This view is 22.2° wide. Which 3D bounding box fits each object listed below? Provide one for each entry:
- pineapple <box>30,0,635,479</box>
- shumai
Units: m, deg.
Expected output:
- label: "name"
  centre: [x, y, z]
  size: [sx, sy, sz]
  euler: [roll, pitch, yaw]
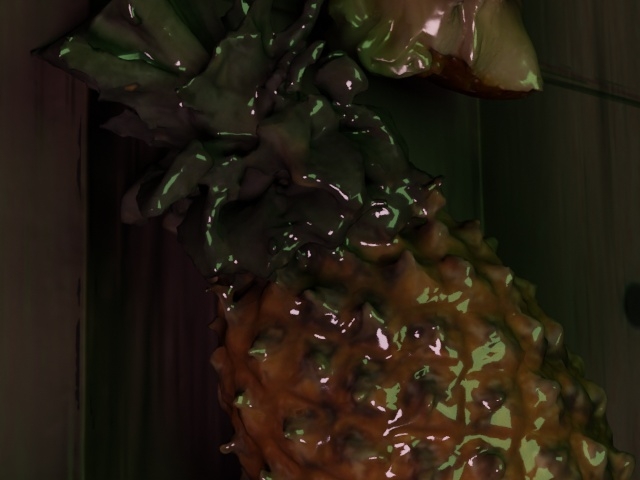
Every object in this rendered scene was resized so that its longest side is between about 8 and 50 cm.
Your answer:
- label: "pineapple"
  centre: [0.000, 0.000, 0.677]
  size: [0.169, 0.169, 0.340]
  euler: [-33, 100, -42]
- label: "shumai"
  centre: [0.055, -0.146, 0.767]
  size: [0.161, 0.209, 0.153]
  euler: [-2, 126, -48]
